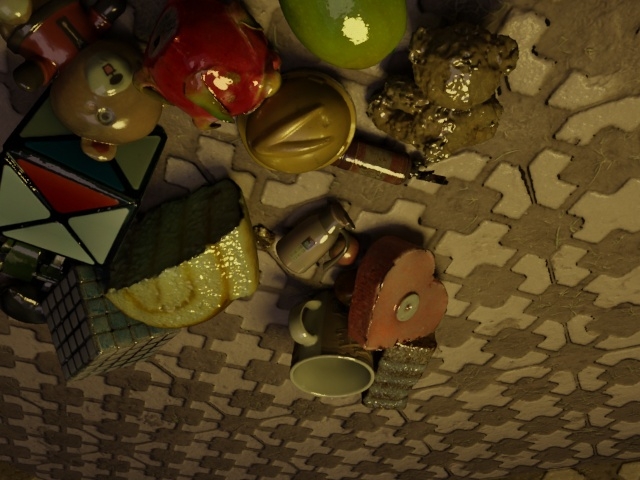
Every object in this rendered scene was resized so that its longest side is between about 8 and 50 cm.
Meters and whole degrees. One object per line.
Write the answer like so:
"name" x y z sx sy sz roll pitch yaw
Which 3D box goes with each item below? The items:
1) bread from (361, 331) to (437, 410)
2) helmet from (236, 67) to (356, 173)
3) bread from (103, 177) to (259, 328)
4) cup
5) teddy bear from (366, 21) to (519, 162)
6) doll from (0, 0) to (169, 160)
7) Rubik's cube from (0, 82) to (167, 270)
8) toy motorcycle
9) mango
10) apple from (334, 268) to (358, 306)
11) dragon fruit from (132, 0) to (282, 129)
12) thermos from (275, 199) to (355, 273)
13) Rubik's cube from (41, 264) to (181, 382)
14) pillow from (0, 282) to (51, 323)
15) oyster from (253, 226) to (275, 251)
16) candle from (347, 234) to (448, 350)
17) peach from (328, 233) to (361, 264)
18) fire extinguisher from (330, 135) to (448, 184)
"bread" 0.249 0.427 1.682 0.165 0.113 0.417 5 135 -6
"helmet" -0.063 -0.208 0.975 0.256 0.140 0.205 -13 112 20
"bread" -0.286 0.049 1.228 0.395 0.239 0.264 -20 135 18
"cup" 0.008 0.255 1.408 0.227 0.257 0.301 -25 131 22
"teddy bear" 0.231 -0.273 0.928 0.267 0.156 0.256 6 134 -3
"doll" -0.425 -0.313 0.893 0.174 0.235 0.330 -1 135 47
"Rubik's cube" -0.486 -0.127 1.037 0.250 0.246 0.248 25 132 -22
"toy motorcycle" -0.734 0.034 1.311 0.205 0.127 0.275 28 137 -23
"mango" 0.014 -0.421 0.780 0.192 0.156 0.343 -23 128 12
"apple" 0.094 0.133 1.388 0.114 0.102 0.099 15 136 -12
"dragon fruit" -0.185 -0.305 0.877 0.224 0.224 0.227 -29 140 28
"thermos" 0.000 0.000 1.241 0.193 0.137 0.105 -40 164 27
"Rubik's cube" -0.547 0.203 1.330 0.237 0.237 0.238 -6 155 -49
"pillow" -0.816 0.179 1.433 0.186 0.106 0.249 34 153 -33
"oyster" -0.143 0.001 1.312 0.051 0.034 0.093 -10 139 23
"candle" 0.183 0.157 1.319 0.287 0.131 0.317 -49 131 -11
"peach" 0.062 0.024 1.292 0.083 0.083 0.083 1 136 1
"fire extinguisher" 0.145 -0.155 1.084 0.252 0.106 0.075 16 115 -13
